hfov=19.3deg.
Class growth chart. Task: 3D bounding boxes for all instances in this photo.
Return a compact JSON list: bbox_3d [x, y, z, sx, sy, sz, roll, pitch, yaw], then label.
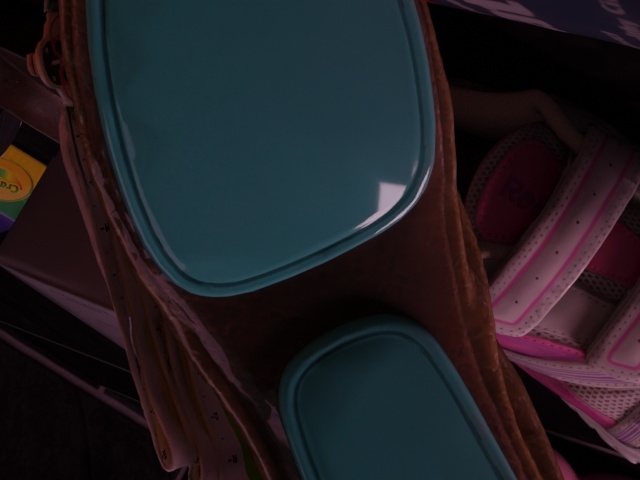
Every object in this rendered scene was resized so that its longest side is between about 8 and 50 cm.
[{"bbox_3d":[-0.038,0.000,0.688,0.021,0.237,0.172,-15,-172,26],"label":"growth chart"}]

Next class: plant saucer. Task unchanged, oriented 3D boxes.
[{"bbox_3d":[-0.131,-0.078,1.025,0.168,0.029,0.168,28,168,7],"label":"plant saucer"}]

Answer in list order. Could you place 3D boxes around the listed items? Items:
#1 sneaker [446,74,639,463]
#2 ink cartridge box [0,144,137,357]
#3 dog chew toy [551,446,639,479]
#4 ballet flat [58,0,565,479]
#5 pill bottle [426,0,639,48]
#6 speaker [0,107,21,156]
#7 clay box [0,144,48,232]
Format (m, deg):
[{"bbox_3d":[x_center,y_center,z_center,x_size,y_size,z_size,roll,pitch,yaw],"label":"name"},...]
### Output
[{"bbox_3d":[0.095,0.011,0.685,0.252,0.103,0.111,23,169,24],"label":"sneaker"},{"bbox_3d":[-0.038,0.009,0.930,0.127,0.128,0.176,17,165,44],"label":"ink cartridge box"},{"bbox_3d":[0.199,0.256,1.302,0.332,0.206,0.206,39,167,-7],"label":"dog chew toy"},{"bbox_3d":[0.000,0.000,0.621,0.124,0.116,0.342,-121,6,-70],"label":"ballet flat"},{"bbox_3d":[0.038,-0.095,0.349,0.180,0.108,0.108,19,165,40],"label":"pill bottle"},{"bbox_3d":[-0.251,-0.097,1.160,0.136,0.055,0.055,26,168,13],"label":"speaker"},{"bbox_3d":[-0.310,-0.083,1.366,0.222,0.053,0.127,31,168,-14],"label":"clay box"}]
